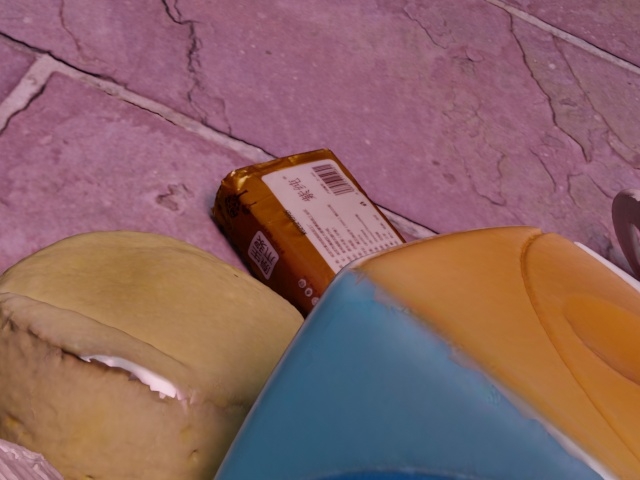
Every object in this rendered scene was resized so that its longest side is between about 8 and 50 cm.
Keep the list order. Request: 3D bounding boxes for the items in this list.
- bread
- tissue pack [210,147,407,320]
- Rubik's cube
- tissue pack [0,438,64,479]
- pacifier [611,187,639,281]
[{"bbox_3d":[-0.168,0.143,0.910,0.320,0.237,0.321,21,30,-13],"label":"bread"},{"bbox_3d":[0.000,0.000,1.213,0.183,0.092,0.226,-18,62,-37],"label":"tissue pack"},{"bbox_3d":[0.151,0.218,0.770,0.352,0.352,0.347,38,26,29],"label":"Rubik's cube"},{"bbox_3d":[-0.268,0.303,0.572,0.207,0.297,0.380,40,72,11],"label":"tissue pack"},{"bbox_3d":[0.465,0.070,1.289,0.273,0.221,0.332,0,28,-25],"label":"pacifier"}]
